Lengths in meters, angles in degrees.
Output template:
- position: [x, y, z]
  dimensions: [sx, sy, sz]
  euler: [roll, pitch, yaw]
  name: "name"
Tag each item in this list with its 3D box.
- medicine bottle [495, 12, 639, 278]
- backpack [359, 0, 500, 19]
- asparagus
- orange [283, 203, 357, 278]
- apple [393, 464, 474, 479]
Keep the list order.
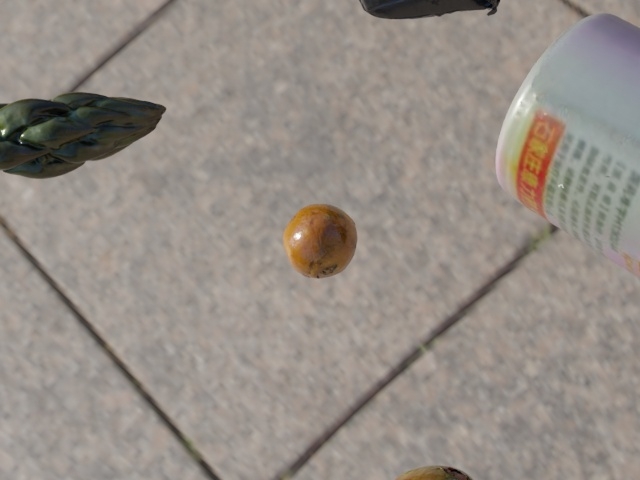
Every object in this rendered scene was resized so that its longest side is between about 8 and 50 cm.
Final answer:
- position: [0.384, -0.049, 1.729]
  dimensions: [0.388, 0.219, 0.219]
  euler: [33, 79, 25]
  name: "medicine bottle"
- position: [0.117, -0.309, 1.963]
  dimensions: [0.165, 0.120, 0.106]
  euler: [-3, 15, 3]
  name: "backpack"
- position: [-0.279, -0.090, 1.577]
  dimensions: [0.287, 0.080, 0.080]
  euler: [-10, 53, -9]
  name: "asparagus"
- position: [-0.001, 0.000, 1.881]
  dimensions: [0.084, 0.083, 0.083]
  euler: [-13, 56, 20]
  name: "orange"
- position: [0.080, 0.196, 1.212]
  dimensions: [0.084, 0.071, 0.084]
  euler: [1, 91, 44]
  name: "apple"
